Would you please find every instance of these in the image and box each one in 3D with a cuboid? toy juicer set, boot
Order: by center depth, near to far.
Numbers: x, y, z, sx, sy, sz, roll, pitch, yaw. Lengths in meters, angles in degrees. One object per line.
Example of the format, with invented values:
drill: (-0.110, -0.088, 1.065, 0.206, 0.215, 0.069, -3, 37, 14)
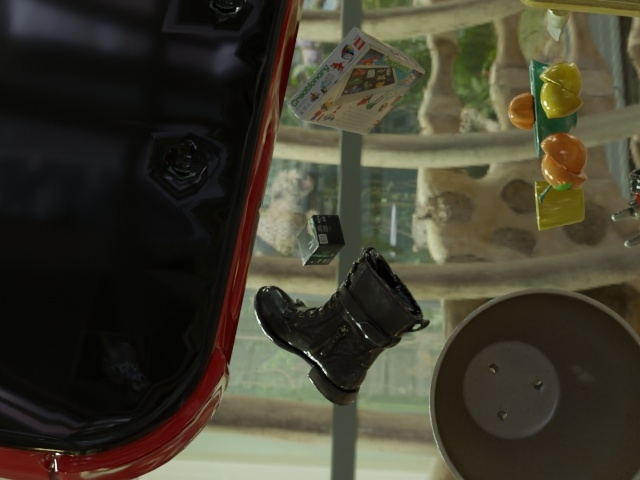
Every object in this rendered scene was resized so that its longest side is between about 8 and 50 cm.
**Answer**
toy juicer set: (0.294, -0.193, 0.991, 0.209, 0.089, 0.329, 48, -139, -67)
boot: (0.028, 0.098, 1.139, 0.091, 0.263, 0.229, -14, -38, -50)

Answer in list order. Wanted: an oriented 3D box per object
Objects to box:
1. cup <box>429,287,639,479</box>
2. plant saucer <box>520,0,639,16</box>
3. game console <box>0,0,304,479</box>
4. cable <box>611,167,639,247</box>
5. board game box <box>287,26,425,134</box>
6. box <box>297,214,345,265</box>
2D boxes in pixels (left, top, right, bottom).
cup: (0.323, 0.243, 1.173, 0.237, 0.331, 0.331, 72, -158, -85)
plant saucer: (0.343, -0.383, 0.848, 0.081, 0.332, 0.333, 130, 140, -70)
game console: (-0.186, -0.097, 0.370, 0.060, 0.342, 0.387, 115, 166, -66)
cable: (0.498, -0.062, 0.902, 0.139, 0.287, 0.072, -99, -6, -62)
board game box: (0.081, -0.307, 1.497, 0.193, 0.053, 0.305, -45, -17, 21)
box: (0.000, 0.000, 1.316, 0.083, 0.052, 0.062, 128, 136, -55)
